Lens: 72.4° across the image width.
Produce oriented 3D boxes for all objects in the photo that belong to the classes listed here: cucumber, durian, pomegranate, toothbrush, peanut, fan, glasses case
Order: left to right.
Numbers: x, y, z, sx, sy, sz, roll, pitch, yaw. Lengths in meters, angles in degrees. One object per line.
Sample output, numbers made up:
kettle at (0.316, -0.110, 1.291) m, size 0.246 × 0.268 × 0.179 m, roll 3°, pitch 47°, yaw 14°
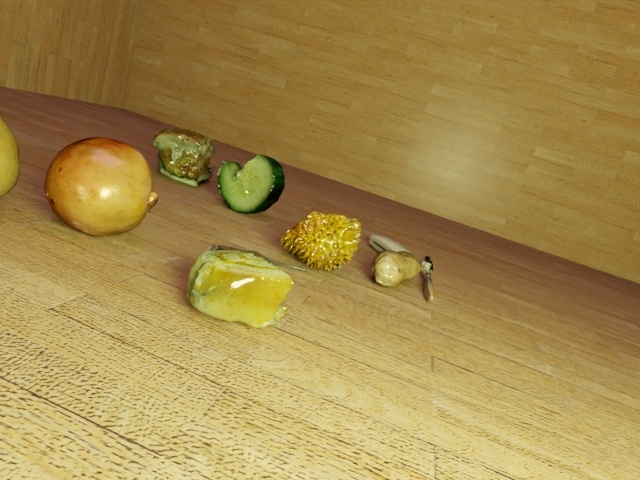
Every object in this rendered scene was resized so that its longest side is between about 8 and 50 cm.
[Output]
pomegranate at (-0.403, -0.094, 0.812) m, size 0.191 × 0.192 × 0.191 m, roll 17°, pitch 14°, yaw -4°
cucumber at (-0.208, -0.172, 1.357) m, size 0.191 × 0.191 × 0.130 m, roll 21°, pitch 15°, yaw 12°
fan at (-0.130, 0.044, 0.953) m, size 0.219 × 0.009 × 0.132 m, roll 13°, pitch 15°, yaw -19°
durian at (0.010, 0.007, 1.040) m, size 0.138 × 0.183 × 0.249 m, roll 56°, pitch 15°, yaw 2°
glasses case at (0.221, 0.026, 1.378) m, size 0.076 × 0.050 × 0.197 m, roll 11°, pitch 15°, yaw -26°
peanut at (0.190, 0.066, 1.099) m, size 0.099 × 0.100 × 0.214 m, roll 27°, pitch 18°, yaw 34°
toothbrush at (0.295, 0.105, 1.209) m, size 0.037 × 0.028 × 0.375 m, roll 24°, pitch 14°, yaw 7°

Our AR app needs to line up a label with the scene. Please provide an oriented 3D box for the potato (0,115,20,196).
potato at (-0.628, -0.158, 0.726) m, size 0.242 × 0.243 × 0.285 m, roll 7°, pitch 10°, yaw -37°

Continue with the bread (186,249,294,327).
bread at (-0.131, 0.070, 0.648) m, size 0.156 × 0.103 × 0.110 m, roll 17°, pitch 7°, yaw 26°

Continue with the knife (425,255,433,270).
knife at (0.361, 0.076, 1.448) m, size 0.023 × 0.010 × 0.170 m, roll 13°, pitch 15°, yaw 7°

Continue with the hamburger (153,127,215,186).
hamburger at (-0.476, -0.298, 1.527) m, size 0.192 × 0.168 × 0.288 m, roll 18°, pitch 14°, yaw -7°
